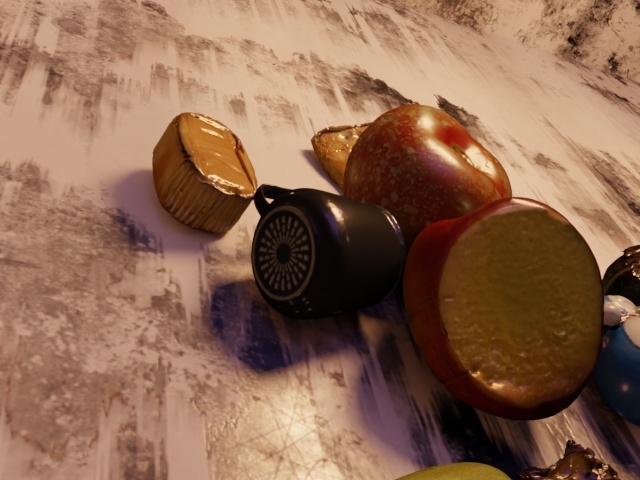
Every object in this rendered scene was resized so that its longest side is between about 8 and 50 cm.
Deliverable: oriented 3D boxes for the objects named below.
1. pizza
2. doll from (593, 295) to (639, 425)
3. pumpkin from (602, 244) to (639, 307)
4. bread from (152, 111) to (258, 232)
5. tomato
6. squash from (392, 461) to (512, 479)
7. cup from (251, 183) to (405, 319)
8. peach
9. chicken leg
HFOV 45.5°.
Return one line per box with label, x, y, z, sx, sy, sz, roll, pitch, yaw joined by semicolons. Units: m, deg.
pizza;0.099;-0.130;1.399;0.188;0.081;0.204;-13;53;-13
doll;0.459;0.156;1.123;0.215;0.161;0.257;34;17;-39
pumpkin;0.591;0.101;1.287;0.237;0.159;0.238;20;34;-14
bread;-0.173;-0.096;1.120;0.132;0.114;0.191;15;39;-33
tomato;0.158;-0.071;1.200;0.270;0.222;0.270;33;32;-24
squash;0.133;0.276;0.749;0.186;0.123;0.123;-5;41;-38
cup;0.000;0.000;1.030;0.176;0.169;0.223;1;41;-42
peach;0.241;0.095;0.988;0.245;0.248;0.275;33;45;-65
chicken leg;0.271;0.282;0.891;0.178;0.070;0.093;-1;62;-16
